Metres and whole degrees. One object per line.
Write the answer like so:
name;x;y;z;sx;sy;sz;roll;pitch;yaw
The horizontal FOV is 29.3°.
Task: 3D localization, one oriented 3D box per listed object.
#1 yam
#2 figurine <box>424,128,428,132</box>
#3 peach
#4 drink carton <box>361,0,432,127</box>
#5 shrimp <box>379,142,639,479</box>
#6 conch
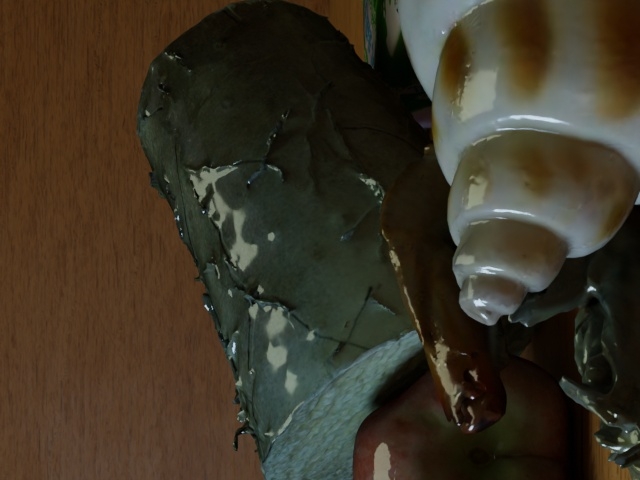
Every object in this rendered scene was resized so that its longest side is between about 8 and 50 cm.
yam;0.000;0.000;0.909;0.241;0.241;0.348;95;154;-51
figurine;0.082;-0.147;1.436;0.178;0.109;0.130;93;-161;-73
peach;0.101;0.148;0.785;0.152;0.152;0.152;180;90;-86
drink carton;0.095;-0.204;0.988;0.271;0.108;0.161;109;161;-77
shrimp;0.102;0.040;0.512;0.058;0.173;0.253;-52;23;40
conch;0.107;-0.103;0.492;0.183;0.148;0.275;123;146;-76
